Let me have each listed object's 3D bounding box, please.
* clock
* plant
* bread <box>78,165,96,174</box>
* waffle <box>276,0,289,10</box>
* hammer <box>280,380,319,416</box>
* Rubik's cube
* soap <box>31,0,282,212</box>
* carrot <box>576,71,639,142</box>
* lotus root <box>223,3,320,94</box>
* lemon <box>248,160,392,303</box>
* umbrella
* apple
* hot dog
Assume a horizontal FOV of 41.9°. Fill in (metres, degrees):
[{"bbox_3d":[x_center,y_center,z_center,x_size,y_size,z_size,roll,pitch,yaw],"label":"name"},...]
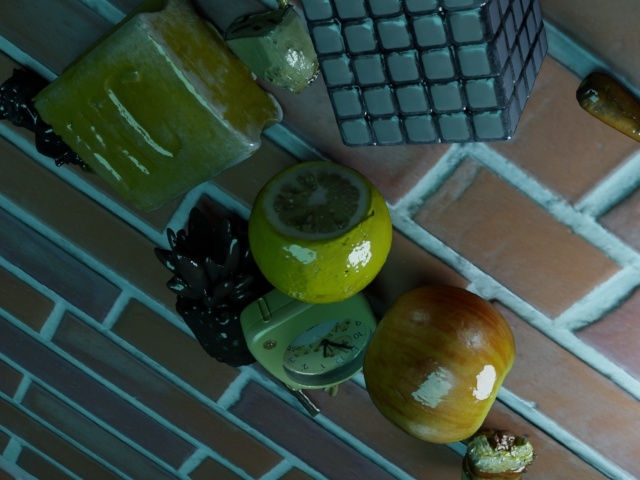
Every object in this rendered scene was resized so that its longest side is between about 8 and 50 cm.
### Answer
[{"bbox_3d":[0.005,0.191,1.616,0.235,0.096,0.308,-31,133,4],"label":"clock"},{"bbox_3d":[-0.197,0.089,1.645,0.194,0.181,0.320,11,132,28],"label":"plant"},{"bbox_3d":[-0.447,-0.150,1.669,0.088,0.033,0.049,13,140,18],"label":"bread"},{"bbox_3d":[-0.083,-0.413,1.232,0.098,0.023,0.152,23,139,14],"label":"waffle"},{"bbox_3d":[-0.101,0.295,1.890,0.125,0.027,0.297,-27,113,42],"label":"hammer"},{"bbox_3d":[0.142,-0.277,1.073,0.237,0.237,0.238,0,129,30],"label":"Rubik's cube"},{"bbox_3d":[-0.278,-0.226,1.420,0.335,0.156,0.293,-22,116,38],"label":"soap"},{"bbox_3d":[0.424,-0.173,1.151,0.162,0.055,0.055,32,138,-11],"label":"carrot"},{"bbox_3d":[-0.069,-0.284,1.293,0.143,0.070,0.144,-6,134,50],"label":"lotus root"},{"bbox_3d":[0.000,0.000,1.415,0.241,0.240,0.219,15,144,17],"label":"lemon"},{"bbox_3d":[-0.496,-0.209,1.556,0.272,0.122,0.110,38,96,15],"label":"umbrella"},{"bbox_3d":[0.208,0.212,1.469,0.233,0.286,0.286,26,137,16],"label":"apple"},{"bbox_3d":[0.363,0.453,1.728,0.146,0.103,0.213,4,144,-2],"label":"hot dog"}]
